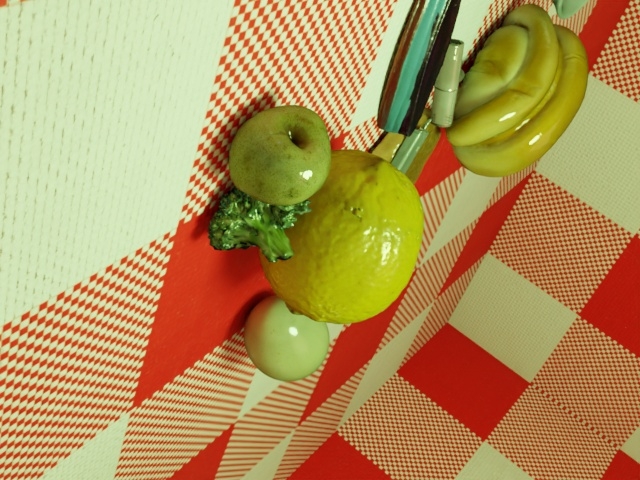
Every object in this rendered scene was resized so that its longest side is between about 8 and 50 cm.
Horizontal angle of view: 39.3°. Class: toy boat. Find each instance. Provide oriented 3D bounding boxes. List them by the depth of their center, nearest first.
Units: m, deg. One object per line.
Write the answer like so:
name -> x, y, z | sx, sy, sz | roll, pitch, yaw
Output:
toy boat -> 0.198, -0.365, 1.805 | 0.136, 0.079, 0.392 | -35, 152, -41

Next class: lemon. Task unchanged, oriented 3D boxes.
lemon -> 0.042, -0.008, 1.700 | 0.336, 0.336, 0.336 | -47, 161, -21

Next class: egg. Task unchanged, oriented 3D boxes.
egg -> -0.078, 0.213, 1.994 | 0.188, 0.189, 0.253 | -49, 152, -14

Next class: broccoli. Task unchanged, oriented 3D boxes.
broccoli -> -0.102, -0.027, 1.526 | 0.167, 0.160, 0.154 | -8, 152, -42

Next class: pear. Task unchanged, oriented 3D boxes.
pear -> -0.062, -0.135, 1.433 | 0.167, 0.167, 0.136 | -40, 170, -36

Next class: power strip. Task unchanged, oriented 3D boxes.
power strip -> 0.178, -0.166, 2.010 | 0.252, 0.027, 0.060 | -60, 160, 14

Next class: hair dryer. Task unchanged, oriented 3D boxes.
hair dryer -> 0.310, -0.390, 2.046 | 0.220, 0.054, 0.195 | -54, 154, -52

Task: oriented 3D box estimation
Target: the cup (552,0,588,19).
cup -> 0.564, -0.681, 1.974 | 0.347, 0.163, 0.347 | -46, 160, -22

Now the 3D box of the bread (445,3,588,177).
bread -> 0.457, -0.367, 2.191 | 0.423, 0.245, 0.329 | -59, -157, -11

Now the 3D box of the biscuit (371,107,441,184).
biscuit -> 0.163, -0.157, 2.120 | 0.312, 0.057, 0.351 | -20, 141, -59
